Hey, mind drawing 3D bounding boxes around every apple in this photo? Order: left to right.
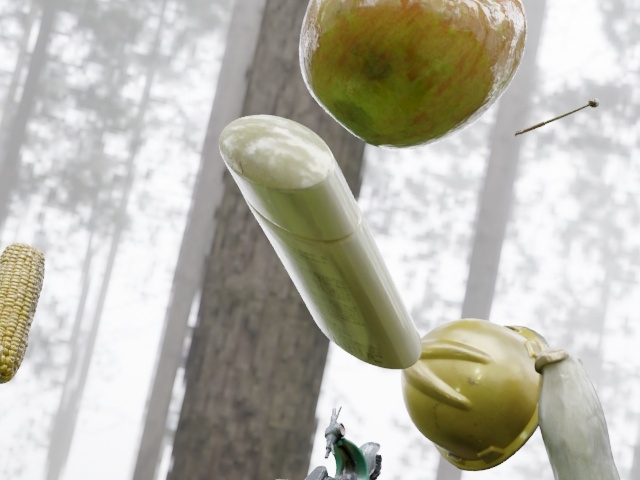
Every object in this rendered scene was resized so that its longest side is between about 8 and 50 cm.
[{"bbox_3d":[0.138,-0.304,2.278,0.339,0.339,0.339,11,-12,2],"label":"apple"}]

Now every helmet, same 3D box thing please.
[{"bbox_3d":[0.173,0.177,1.894,0.140,0.205,0.257,30,-10,-27],"label":"helmet"}]

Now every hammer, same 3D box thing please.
[{"bbox_3d":[0.320,-0.165,1.989,0.123,0.014,0.029,-22,-11,21],"label":"hammer"}]

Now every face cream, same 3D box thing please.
[{"bbox_3d":[0.000,0.000,1.524,0.173,0.081,0.348,35,-17,37],"label":"face cream"}]

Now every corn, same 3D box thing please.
[{"bbox_3d":[-0.391,0.092,1.838,0.068,0.207,0.068,6,-36,4],"label":"corn"}]

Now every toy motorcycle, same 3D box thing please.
[{"bbox_3d":[0.009,0.273,1.669,0.058,0.173,0.100,-2,-57,46],"label":"toy motorcycle"}]

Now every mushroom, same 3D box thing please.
[{"bbox_3d":[0.320,0.297,1.735,0.097,0.351,0.109,-13,1,23],"label":"mushroom"}]
